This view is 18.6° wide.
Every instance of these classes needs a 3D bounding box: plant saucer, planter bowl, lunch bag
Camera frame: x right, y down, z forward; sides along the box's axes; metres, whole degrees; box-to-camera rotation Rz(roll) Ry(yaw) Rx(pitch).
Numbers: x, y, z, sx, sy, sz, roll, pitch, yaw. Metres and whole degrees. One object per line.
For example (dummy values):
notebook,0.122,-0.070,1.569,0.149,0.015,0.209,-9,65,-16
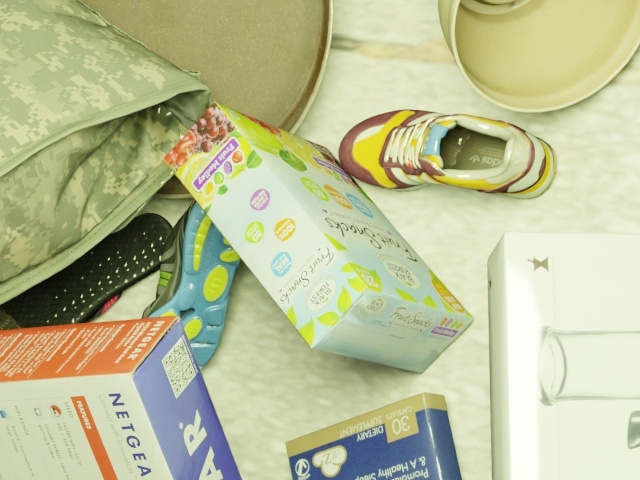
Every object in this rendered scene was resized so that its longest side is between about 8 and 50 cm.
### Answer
plant saucer,-0.117,-0.191,1.648,0.310,0.050,0.311,2,95,27
planter bowl,0.157,-0.193,1.482,0.162,0.162,0.109,-47,34,12
lunch bag,-0.258,-0.097,1.567,0.235,0.287,0.169,35,140,26

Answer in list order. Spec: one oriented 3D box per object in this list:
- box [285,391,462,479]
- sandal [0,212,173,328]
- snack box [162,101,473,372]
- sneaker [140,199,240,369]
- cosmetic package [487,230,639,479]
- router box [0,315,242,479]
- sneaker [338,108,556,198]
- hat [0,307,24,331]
box,0.055,0.242,1.487,0.136,0.036,0.225,-23,69,30
sandal,-0.200,0.039,1.686,0.179,0.040,0.067,-29,71,5
snack box,0.000,0.000,1.499,0.070,0.174,0.207,-46,62,15
sneaker,-0.105,0.035,1.613,0.067,0.078,0.188,19,109,-10
cosmetic package,0.258,0.185,1.285,0.284,0.097,0.377,0,77,-1
router box,-0.196,0.230,1.498,0.301,0.082,0.335,-5,116,28
sneaker,0.087,-0.074,1.520,0.185,0.084,0.069,4,80,29
hat,-0.319,0.129,1.651,0.331,0.331,0.134,1,38,29
